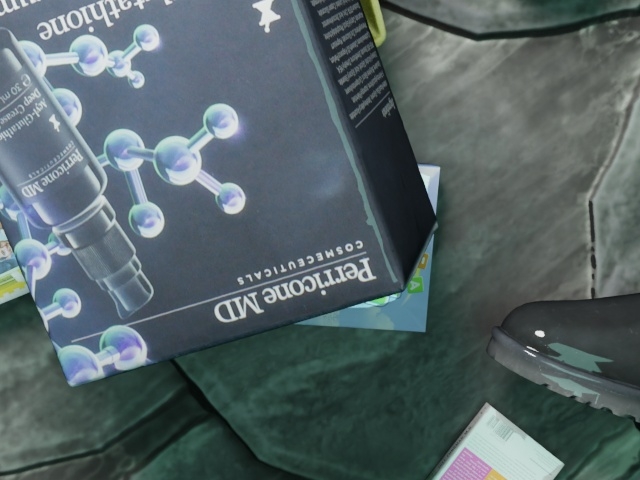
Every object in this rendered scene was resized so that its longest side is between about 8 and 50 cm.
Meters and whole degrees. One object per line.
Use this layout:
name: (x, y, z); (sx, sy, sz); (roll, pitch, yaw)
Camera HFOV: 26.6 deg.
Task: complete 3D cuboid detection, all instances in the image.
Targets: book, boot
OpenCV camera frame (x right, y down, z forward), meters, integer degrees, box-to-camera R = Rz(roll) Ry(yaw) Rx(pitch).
book: (0.157, 0.245, 1.330); (0.096, 0.035, 0.144); (39, 90, -7)
boot: (0.385, -0.045, 1.264); (0.367, 0.146, 0.445); (16, 97, -17)

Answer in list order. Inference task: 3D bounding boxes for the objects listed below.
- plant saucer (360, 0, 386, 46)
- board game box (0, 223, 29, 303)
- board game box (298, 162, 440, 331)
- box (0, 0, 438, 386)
plant saucer: (-0.050, -0.248, 1.201); (0.189, 0.045, 0.188); (-10, 115, 15)
board game box: (-0.358, -0.085, 1.217); (0.214, 0.046, 0.317); (-23, 99, -5)
board game box: (0.000, 0.000, 1.276); (0.212, 0.039, 0.160); (3, 96, -8)
box: (-0.115, -0.126, 1.094); (0.294, 0.212, 0.395); (-18, 101, 16)
